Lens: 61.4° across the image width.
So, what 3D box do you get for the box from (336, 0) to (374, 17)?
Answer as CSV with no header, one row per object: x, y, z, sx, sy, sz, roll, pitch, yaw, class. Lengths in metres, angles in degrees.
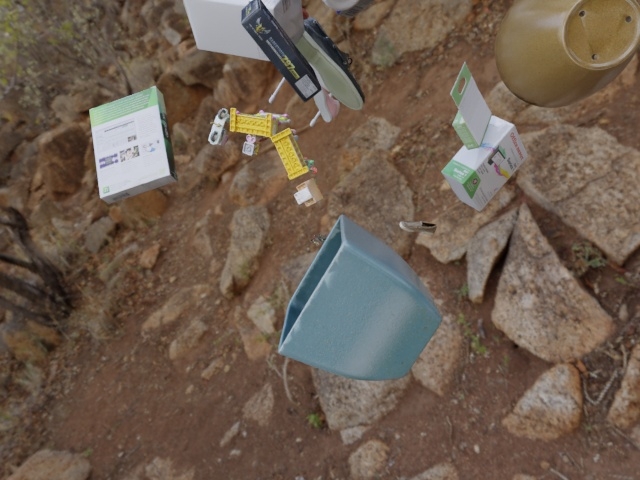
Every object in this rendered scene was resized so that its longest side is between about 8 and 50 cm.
0.099,-0.768,1.620,0.072,0.137,0.126,-7,-7,-43,box

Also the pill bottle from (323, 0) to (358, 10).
0.022,-0.741,1.469,0.131,0.131,0.229,-32,56,5,pill bottle

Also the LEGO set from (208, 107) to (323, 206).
-0.085,-0.197,1.118,0.132,0.287,0.107,-61,-11,26,LEGO set

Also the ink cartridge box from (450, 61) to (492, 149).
0.486,-0.445,1.795,0.056,0.235,0.171,-6,47,45,ink cartridge box

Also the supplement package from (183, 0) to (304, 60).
-0.221,-0.666,1.591,0.293,0.175,0.177,14,56,17,supplement package

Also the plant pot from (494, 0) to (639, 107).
0.446,-0.350,0.940,0.237,0.237,0.254,-28,9,15,plant pot

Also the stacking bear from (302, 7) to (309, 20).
-0.180,-0.829,1.811,0.164,0.288,0.175,-29,-5,-42,stacking bear

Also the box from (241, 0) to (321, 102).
-0.095,-0.459,1.291,0.059,0.232,0.183,-35,29,13,box

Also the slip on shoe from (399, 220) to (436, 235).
0.352,-0.054,1.934,0.051,0.136,0.041,-84,11,-48,slip on shoe

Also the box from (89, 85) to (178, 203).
-0.576,-0.295,1.653,0.233,0.321,0.058,-17,-18,7,box

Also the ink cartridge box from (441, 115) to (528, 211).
0.599,-0.279,1.954,0.278,0.201,0.117,-49,46,0,ink cartridge box

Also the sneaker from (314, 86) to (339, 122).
0.024,-0.487,1.880,0.051,0.134,0.070,11,45,44,sneaker

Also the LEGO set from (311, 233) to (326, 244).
-0.003,-0.001,1.739,0.083,0.023,0.054,-15,35,-44,LEGO set

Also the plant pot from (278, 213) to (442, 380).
0.092,0.131,1.075,0.247,0.252,0.248,-60,6,13,plant pot

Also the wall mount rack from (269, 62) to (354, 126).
-0.043,-0.662,2.238,0.304,0.350,0.130,-63,16,1,wall mount rack

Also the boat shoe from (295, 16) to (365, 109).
0.044,-0.582,1.755,0.113,0.340,0.127,-49,9,-21,boat shoe
